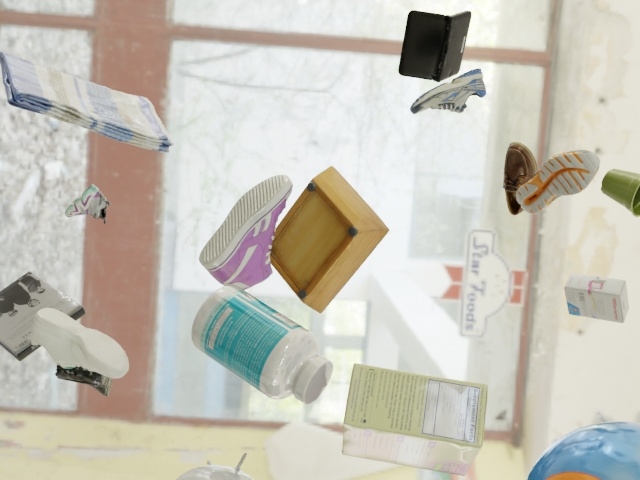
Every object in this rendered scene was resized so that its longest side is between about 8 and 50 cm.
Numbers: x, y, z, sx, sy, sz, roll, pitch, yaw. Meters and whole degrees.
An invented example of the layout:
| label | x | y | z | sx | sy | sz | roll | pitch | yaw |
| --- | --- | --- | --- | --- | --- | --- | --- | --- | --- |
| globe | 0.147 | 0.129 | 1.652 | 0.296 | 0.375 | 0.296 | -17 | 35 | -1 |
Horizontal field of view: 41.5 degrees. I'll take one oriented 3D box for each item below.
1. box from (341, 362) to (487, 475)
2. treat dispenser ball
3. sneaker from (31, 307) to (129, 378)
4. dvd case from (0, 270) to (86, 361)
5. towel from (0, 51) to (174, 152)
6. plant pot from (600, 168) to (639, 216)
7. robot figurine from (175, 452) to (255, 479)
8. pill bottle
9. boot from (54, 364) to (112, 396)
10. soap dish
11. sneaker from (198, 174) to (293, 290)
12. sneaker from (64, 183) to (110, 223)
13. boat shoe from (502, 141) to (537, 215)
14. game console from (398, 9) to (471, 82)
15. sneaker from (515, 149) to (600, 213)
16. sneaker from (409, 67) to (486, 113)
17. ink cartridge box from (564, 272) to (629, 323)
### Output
| label | x | y | z | sx | sy | sz | roll | pitch | yaw |
| --- | --- | --- | --- | --- | --- | --- | --- | --- | --- |
| box | 0.168 | 0.333 | 1.556 | 0.213 | 0.243 | 0.117 | 87 | 13 | -61 |
| treat dispenser ball | 0.411 | 0.389 | 1.133 | 0.288 | 0.288 | 0.288 | -176 | -90 | -87 |
| sneaker | -0.466 | 0.218 | 1.629 | 0.094 | 0.212 | 0.080 | -64 | 167 | 20 |
| dvd case | -0.668 | 0.166 | 1.911 | 0.179 | 0.239 | 0.029 | -39 | 134 | -29 |
| towel | -0.406 | -0.243 | 1.464 | 0.034 | 0.285 | 0.209 | -60 | -144 | 20 |
| plant pot | 0.559 | -0.095 | 1.541 | 0.079 | 0.083 | 0.083 | 31 | -55 | 44 |
| robot figurine | -0.203 | 0.565 | 1.533 | 0.200 | 0.300 | 0.353 | 40 | 47 | -42 |
| pill bottle | -0.106 | 0.204 | 1.600 | 0.146 | 0.264 | 0.146 | -42 | 148 | -34 |
| boot | -0.492 | 0.286 | 1.756 | 0.121 | 0.099 | 0.045 | 94 | 5 | -62 |
| soap dish | 0.000 | 0.000 | 2.034 | 0.229 | 0.118 | 0.291 | 50 | -62 | 24 |
| sneaker | -0.138 | -0.009 | 1.915 | 0.282 | 0.161 | 0.102 | -50 | -144 | -12 |
| sneaker | -0.419 | -0.052 | 1.538 | 0.098 | 0.069 | 0.038 | -33 | -160 | 39 |
| boat shoe | 0.416 | -0.126 | 1.775 | 0.060 | 0.064 | 0.178 | -49 | 142 | -30 |
| game console | 0.205 | -0.353 | 1.508 | 0.107 | 0.071 | 0.122 | -30 | 139 | -42 |
| sneaker | 0.462 | -0.125 | 1.619 | 0.084 | 0.083 | 0.215 | 56 | -29 | 1 |
| sneaker | 0.215 | -0.234 | 1.396 | 0.052 | 0.135 | 0.058 | -106 | 171 | -85 |
| ink cartridge box | 0.605 | 0.126 | 1.845 | 0.052 | 0.122 | 0.088 | -53 | 137 | -34 |
